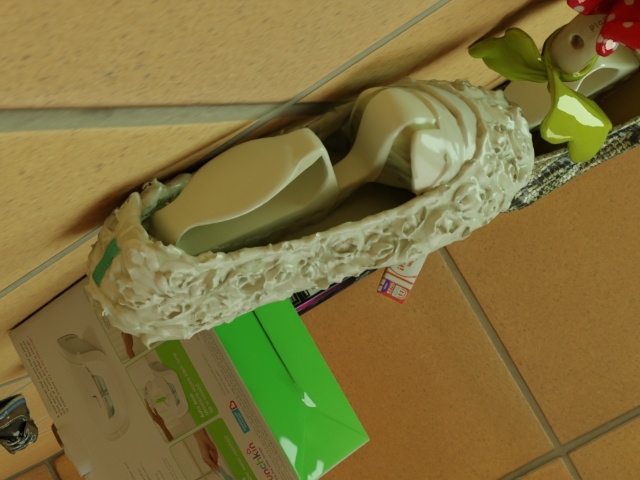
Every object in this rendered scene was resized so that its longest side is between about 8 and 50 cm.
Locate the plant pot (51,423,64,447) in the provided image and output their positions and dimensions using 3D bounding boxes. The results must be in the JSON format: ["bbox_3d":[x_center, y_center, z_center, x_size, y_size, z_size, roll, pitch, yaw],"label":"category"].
[{"bbox_3d":[-0.230,0.144,1.721,0.237,0.110,0.237,-31,176,-2],"label":"plant pot"}]

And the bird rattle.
[{"bbox_3d":[0.245,-0.199,1.201,0.207,0.143,0.253,-41,169,-35],"label":"bird rattle"}]

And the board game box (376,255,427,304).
[{"bbox_3d":[0.141,-0.011,2.071,0.193,0.045,0.147,-61,176,-67],"label":"board game box"}]

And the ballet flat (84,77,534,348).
[{"bbox_3d":[0.013,-0.043,1.100,0.409,0.147,0.147,-26,174,-24],"label":"ballet flat"}]

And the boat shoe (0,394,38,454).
[{"bbox_3d":[-0.426,0.260,2.013,0.066,0.066,0.183,-30,176,-4],"label":"boat shoe"}]

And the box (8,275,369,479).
[{"bbox_3d":[-0.128,0.137,1.332,0.231,0.262,0.126,-34,174,34],"label":"box"}]

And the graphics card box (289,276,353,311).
[{"bbox_3d":[-0.081,0.085,2.120,0.371,0.094,0.233,-31,175,-7],"label":"graphics card box"}]

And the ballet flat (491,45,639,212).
[{"bbox_3d":[0.340,-0.185,1.591,0.482,0.164,0.182,-30,156,17],"label":"ballet flat"}]
